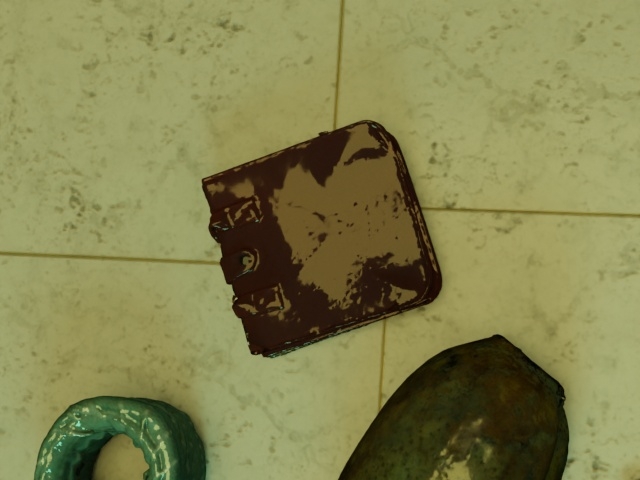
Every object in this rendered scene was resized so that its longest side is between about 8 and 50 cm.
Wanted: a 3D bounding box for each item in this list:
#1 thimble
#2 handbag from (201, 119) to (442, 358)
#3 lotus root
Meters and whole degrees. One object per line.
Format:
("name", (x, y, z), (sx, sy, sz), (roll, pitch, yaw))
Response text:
("thimble", (-0.270, 0.309, 1.613), (0.235, 0.143, 0.198), (-38, 76, 7))
("handbag", (0.000, 0.000, 1.615), (0.275, 0.084, 0.260), (-18, 83, 12))
("lotus root", (0.158, 0.279, 1.472), (0.250, 0.250, 0.346), (32, 86, 15))
